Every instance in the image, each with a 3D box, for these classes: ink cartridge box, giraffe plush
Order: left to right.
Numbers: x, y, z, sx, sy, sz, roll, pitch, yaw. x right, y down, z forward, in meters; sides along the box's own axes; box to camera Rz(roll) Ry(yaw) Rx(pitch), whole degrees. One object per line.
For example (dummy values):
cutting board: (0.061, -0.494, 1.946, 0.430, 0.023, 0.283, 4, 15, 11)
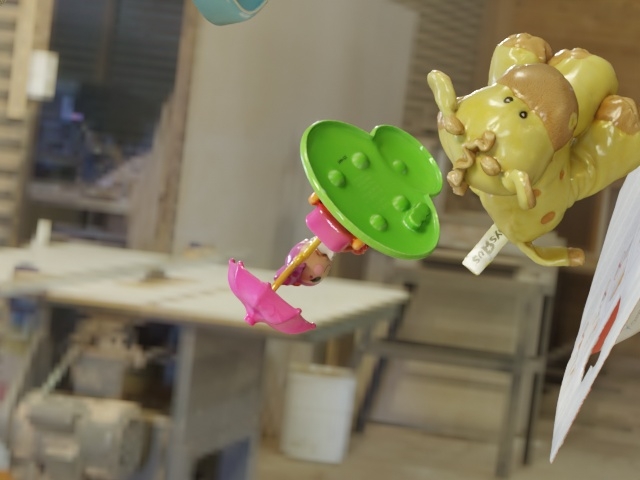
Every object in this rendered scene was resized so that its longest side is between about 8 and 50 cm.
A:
giraffe plush: (0.158, -0.084, 1.372, 0.181, 0.210, 0.170, 22, -7, 23)
ink cartridge box: (0.335, -0.001, 1.614, 0.091, 0.385, 0.308, 19, -39, 3)

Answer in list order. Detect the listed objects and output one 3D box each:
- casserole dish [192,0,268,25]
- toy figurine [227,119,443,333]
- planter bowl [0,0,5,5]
casserole dish: (-0.074, -0.256, 1.375, 0.037, 0.114, 0.188, 21, -26, 37)
toy figurine: (0.000, 0.000, 1.296, 0.130, 0.159, 0.173, 46, 31, 1)
planter bowl: (-0.351, -0.281, 1.633, 0.162, 0.162, 0.109, 9, 15, 34)
